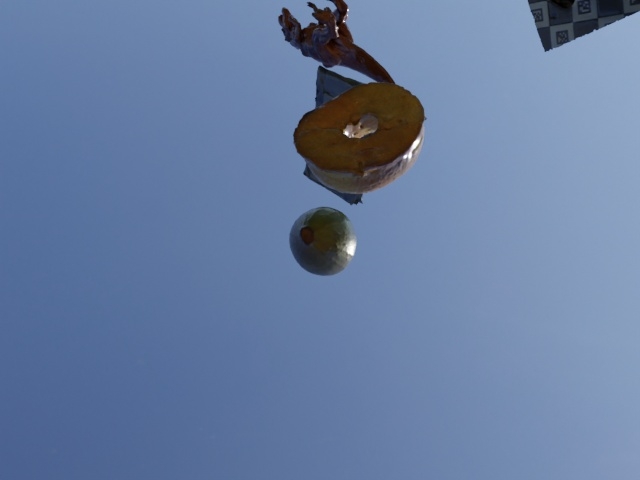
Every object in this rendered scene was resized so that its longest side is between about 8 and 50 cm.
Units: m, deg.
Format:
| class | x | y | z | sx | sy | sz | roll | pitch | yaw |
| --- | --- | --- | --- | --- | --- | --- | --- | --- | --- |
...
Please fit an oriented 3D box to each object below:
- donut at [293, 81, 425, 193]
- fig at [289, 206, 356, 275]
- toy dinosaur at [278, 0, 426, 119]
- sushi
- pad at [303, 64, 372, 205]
| class | x | y | z | sx | sy | sz | roll | pitch | yaw |
| --- | --- | --- | --- | --- | --- | --- | --- | --- | --- |
| donut | 0.061 | -0.142 | 1.070 | 0.174 | 0.074 | 0.190 | 28 | -117 | 34 |
| fig | 0.000 | 0.000 | 0.787 | 0.074 | 0.074 | 0.088 | 17 | 178 | 17 |
| toy dinosaur | 0.037 | -0.405 | 1.531 | 0.097 | 0.208 | 0.432 | -39 | -120 | -16 |
| sushi | 0.629 | -0.663 | 1.772 | 0.069 | 0.339 | 0.320 | -21 | -179 | -40 |
| pad | 0.036 | -0.200 | 1.428 | 0.022 | 0.233 | 0.174 | -13 | -148 | -37 |
